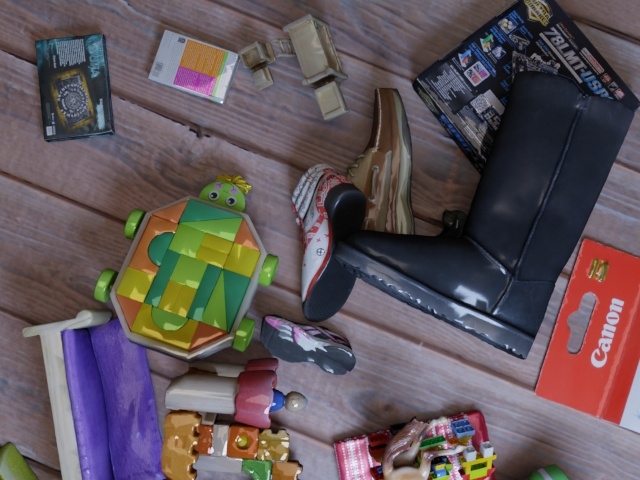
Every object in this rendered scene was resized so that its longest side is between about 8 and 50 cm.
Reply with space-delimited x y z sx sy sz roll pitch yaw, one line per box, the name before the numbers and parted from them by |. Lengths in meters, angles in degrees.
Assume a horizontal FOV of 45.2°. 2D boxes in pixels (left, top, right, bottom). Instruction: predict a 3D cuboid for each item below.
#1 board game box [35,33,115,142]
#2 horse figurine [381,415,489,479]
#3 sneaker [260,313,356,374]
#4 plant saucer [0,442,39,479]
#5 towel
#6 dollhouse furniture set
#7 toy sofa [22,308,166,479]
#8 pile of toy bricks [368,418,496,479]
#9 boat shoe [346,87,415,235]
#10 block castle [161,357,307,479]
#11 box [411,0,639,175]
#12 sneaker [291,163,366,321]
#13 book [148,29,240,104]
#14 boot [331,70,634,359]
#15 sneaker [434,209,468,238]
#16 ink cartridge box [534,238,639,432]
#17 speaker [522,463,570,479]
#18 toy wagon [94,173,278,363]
board game box | -0.447 -0.278 1.403 0.126 0.026 0.186 -6 85 -2
horse figurine | 0.171 0.392 1.202 0.174 0.066 0.263 -34 103 -5
sneaker | -0.024 0.176 1.349 0.178 0.077 0.072 27 110 -8
plant saucer | -0.566 0.482 1.328 0.188 0.045 0.188 -37 86 -4
towel | 0.175 0.421 1.354 0.274 0.031 0.199 -11 85 -2
dollhouse furniture set | -0.038 -0.285 1.396 0.160 0.101 0.182 -20 86 22
toy sofa | -0.367 0.297 1.295 0.177 0.150 0.363 -10 85 -1
pile of toy bricks | 0.179 0.382 1.303 0.212 0.118 0.105 -9 118 -14
boat shoe | 0.102 -0.106 1.353 0.119 0.122 0.324 -2 85 4
block castle | -0.136 0.418 1.213 0.212 0.303 0.454 5 86 -1
box | 0.370 -0.263 1.393 0.293 0.073 0.296 -38 87 -4
sneaker | 0.001 -0.001 1.360 0.090 0.145 0.270 -4 122 -27
book | -0.231 -0.316 1.408 0.144 0.035 0.096 20 88 1
boot | 0.268 -0.084 1.253 0.366 0.146 0.445 27 85 -9
sneaker | 0.298 -0.015 1.364 0.227 0.087 0.130 -23 92 3
ink cartridge box | 0.612 0.196 1.351 0.384 0.091 0.308 20 85 0
speaker | 0.298 0.498 1.272 0.296 0.131 0.131 -33 87 0
toy wagon | -0.209 0.026 1.301 0.267 0.068 0.345 19 69 4
